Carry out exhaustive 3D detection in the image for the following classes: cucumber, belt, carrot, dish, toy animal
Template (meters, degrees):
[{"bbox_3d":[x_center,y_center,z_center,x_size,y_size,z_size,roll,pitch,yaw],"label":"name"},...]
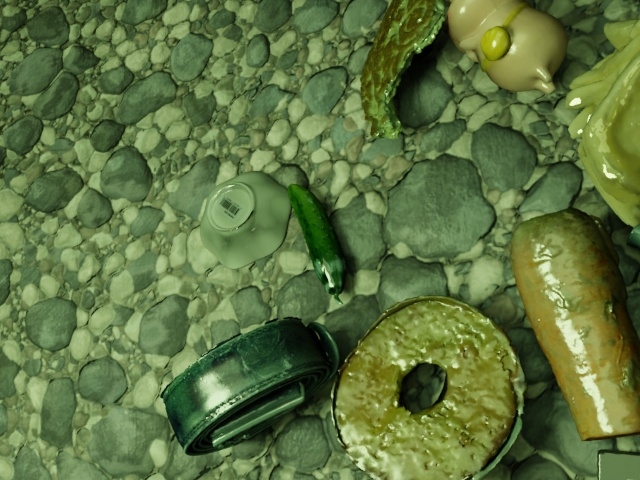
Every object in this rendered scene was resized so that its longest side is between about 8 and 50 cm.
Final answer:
[{"bbox_3d":[0.000,0.000,1.049,0.056,0.056,0.250,-27,62,11],"label":"cucumber"},{"bbox_3d":[-0.094,0.213,0.921,0.267,0.206,0.116,-33,65,1],"label":"belt"},{"bbox_3d":[0.339,0.106,0.825,0.139,0.139,0.301,-14,71,17],"label":"carrot"},{"bbox_3d":[-0.148,-0.049,1.120,0.191,0.066,0.190,-8,68,19],"label":"dish"},{"bbox_3d":[0.290,-0.330,0.994,0.149,0.165,0.248,-26,69,6],"label":"toy animal"}]

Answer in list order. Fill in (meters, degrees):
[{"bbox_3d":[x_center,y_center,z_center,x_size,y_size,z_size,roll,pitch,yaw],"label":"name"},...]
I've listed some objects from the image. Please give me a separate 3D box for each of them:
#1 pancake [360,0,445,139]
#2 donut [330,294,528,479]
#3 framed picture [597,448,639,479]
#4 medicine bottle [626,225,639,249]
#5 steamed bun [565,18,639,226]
[{"bbox_3d":[0.152,-0.338,1.073,0.197,0.054,0.376,-2,68,63],"label":"pancake"},{"bbox_3d":[0.153,0.216,0.881,0.272,0.107,0.272,-6,68,15],"label":"donut"},{"bbox_3d":[0.504,0.391,0.715,0.347,0.016,0.265,-2,70,22],"label":"framed picture"},{"bbox_3d":[0.513,0.033,0.822,0.208,0.054,0.090,31,86,30],"label":"medicine bottle"},{"bbox_3d":[0.497,-0.230,0.878,0.247,0.189,0.428,44,92,6],"label":"steamed bun"}]
